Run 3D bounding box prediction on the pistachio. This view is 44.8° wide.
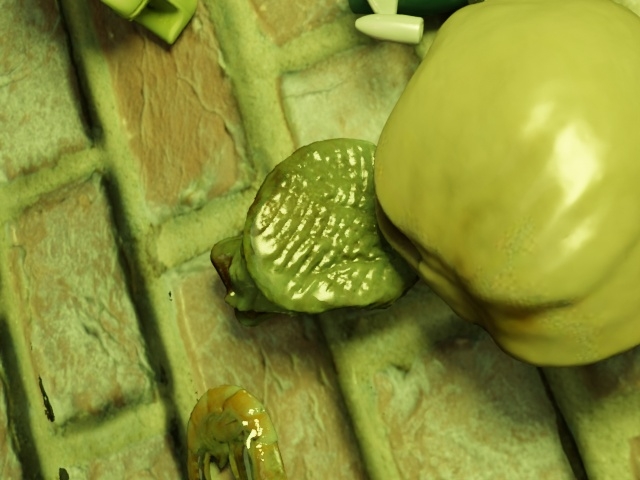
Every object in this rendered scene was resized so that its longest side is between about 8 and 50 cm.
[{"bbox_3d":[0.237,-0.079,0.845,0.366,0.281,0.445,-2,63,10],"label":"pistachio"}]

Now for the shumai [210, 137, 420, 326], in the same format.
[{"bbox_3d":[0.000,0.000,0.997,0.272,0.203,0.222,-12,79,-18],"label":"shumai"}]

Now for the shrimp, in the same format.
[{"bbox_3d":[-0.112,0.316,1.017,0.145,0.059,0.254,-22,76,18],"label":"shrimp"}]

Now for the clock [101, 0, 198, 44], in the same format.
[{"bbox_3d":[-0.319,-0.396,1.048,0.235,0.308,0.096,38,95,20],"label":"clock"}]

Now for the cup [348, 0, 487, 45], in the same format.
[{"bbox_3d":[0.133,-0.358,0.969,0.173,0.167,0.299,9,61,11],"label":"cup"}]
